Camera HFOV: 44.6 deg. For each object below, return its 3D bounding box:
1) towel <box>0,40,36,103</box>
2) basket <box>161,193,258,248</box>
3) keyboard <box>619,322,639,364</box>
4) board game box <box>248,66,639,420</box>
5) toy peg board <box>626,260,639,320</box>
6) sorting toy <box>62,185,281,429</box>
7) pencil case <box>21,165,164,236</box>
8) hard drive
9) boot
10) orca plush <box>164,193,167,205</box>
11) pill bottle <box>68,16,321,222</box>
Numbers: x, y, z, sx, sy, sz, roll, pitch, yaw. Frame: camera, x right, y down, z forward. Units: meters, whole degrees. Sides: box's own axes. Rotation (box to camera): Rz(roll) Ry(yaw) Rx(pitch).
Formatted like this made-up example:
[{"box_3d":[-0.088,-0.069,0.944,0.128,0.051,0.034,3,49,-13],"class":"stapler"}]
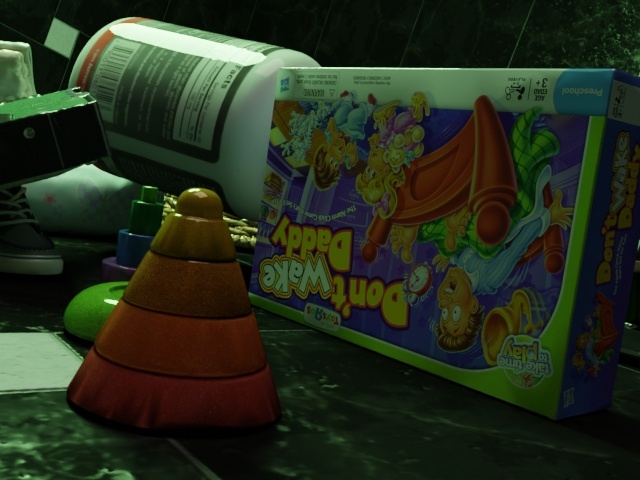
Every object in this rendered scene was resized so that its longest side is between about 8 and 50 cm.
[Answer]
[{"box_3d":[-0.547,-0.168,1.097,0.317,0.053,0.331,8,-38,-4],"class":"towel"},{"box_3d":[-0.099,-0.039,1.290,0.299,0.223,0.213,8,-27,-2],"class":"basket"},{"box_3d":[0.284,0.098,0.821,0.108,0.023,0.180,-5,14,-42],"class":"keyboard"},{"box_3d":[0.085,-0.022,0.653,0.078,0.233,0.347,2,8,-42],"class":"board game box"},{"box_3d":[0.345,0.063,1.030,0.161,0.079,0.161,1,-2,39],"class":"toy peg board"},{"box_3d":[-0.112,0.014,0.559,0.127,0.126,0.365,6,7,-19],"class":"sorting toy"},{"box_3d":[-0.356,-0.072,1.087,0.273,0.124,0.113,7,6,-24],"class":"pencil case"},{"box_3d":[-0.391,-0.081,0.773,0.339,0.064,0.237,-18,20,-17],"class":"hard drive"},{"box_3d":[-0.319,-0.020,0.793,0.190,0.086,0.069,13,7,42],"class":"boot"},{"box_3d":[-0.250,-0.087,1.499,0.287,0.102,0.151,8,6,-3],"class":"orca plush"},{"box_3d":[-0.110,-0.140,0.954,0.363,0.210,0.210,19,10,25],"class":"pill bottle"}]
